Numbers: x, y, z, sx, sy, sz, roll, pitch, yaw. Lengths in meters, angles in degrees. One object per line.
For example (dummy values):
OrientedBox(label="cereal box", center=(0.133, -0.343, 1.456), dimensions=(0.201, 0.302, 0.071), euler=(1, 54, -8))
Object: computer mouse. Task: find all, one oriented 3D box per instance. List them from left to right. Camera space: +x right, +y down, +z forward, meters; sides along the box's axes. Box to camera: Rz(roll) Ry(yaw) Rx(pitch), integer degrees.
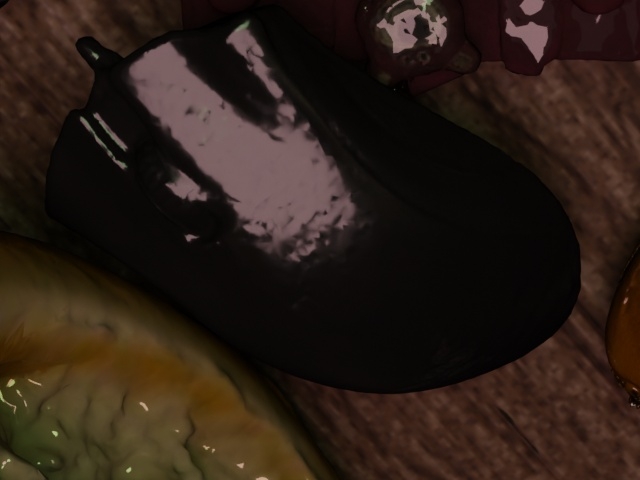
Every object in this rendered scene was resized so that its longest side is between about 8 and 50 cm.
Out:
OrientedBox(label="computer mouse", center=(0.000, 0.000, 0.810), dimensions=(0.264, 0.088, 0.147), euler=(32, 130, -20))

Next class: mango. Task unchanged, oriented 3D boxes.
OrientedBox(label="mango", center=(0.171, 0.021, 0.854), dimensions=(0.077, 0.063, 0.127), euler=(10, 111, -34))

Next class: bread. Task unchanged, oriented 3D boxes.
OrientedBox(label="bread", center=(-0.124, 0.194, 0.798), dimensions=(0.245, 0.329, 0.424), euler=(-32, 134, 19))

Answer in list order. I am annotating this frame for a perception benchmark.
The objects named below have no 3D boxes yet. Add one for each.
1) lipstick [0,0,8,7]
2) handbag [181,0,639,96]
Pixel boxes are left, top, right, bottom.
OrientedBox(label="lipstick", center=(-0.189, -0.261, 0.766), dimensions=(0.057, 0.057, 0.357), euler=(-8, 112, 8))
OrientedBox(label="handbag", center=(0.035, -0.165, 0.780), dimensions=(0.203, 0.074, 0.216), euler=(-1, 113, 6))
